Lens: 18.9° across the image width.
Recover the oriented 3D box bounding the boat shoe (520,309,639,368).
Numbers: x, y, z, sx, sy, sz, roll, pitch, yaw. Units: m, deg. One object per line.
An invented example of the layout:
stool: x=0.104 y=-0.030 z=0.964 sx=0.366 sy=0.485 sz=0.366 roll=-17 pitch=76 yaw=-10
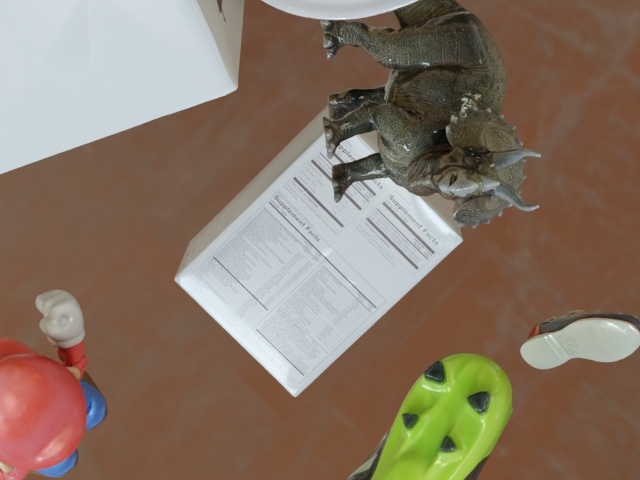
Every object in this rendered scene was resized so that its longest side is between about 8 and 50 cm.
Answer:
boat shoe: x=0.239 y=0.083 z=1.730 sx=0.137 sy=0.049 sz=0.043 roll=-18 pitch=21 yaw=50

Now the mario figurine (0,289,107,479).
mario figurine: x=-0.321 y=0.162 z=2.035 sx=0.170 sy=0.320 sz=0.198 roll=-4 pitch=78 yaw=0

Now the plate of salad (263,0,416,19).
plate of salad: x=0.031 y=-0.207 z=1.058 sx=0.200 sy=0.048 sz=0.200 roll=-9 pitch=66 yaw=22

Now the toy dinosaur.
toy dinosaur: x=0.083 y=-0.111 z=1.498 sx=0.160 sy=0.121 sz=0.313 roll=-4 pitch=47 yaw=5

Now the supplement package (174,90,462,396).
supplement package: x=0.000 y=0.000 z=2.208 sx=0.262 sy=0.198 sz=0.199 roll=-44 pitch=8 yaw=11

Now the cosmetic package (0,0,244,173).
cosmetic package: x=-0.114 y=-0.240 z=0.670 sx=0.097 sy=0.284 sz=0.377 roll=-17 pitch=31 yaw=10

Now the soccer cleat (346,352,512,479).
soccer cleat: x=0.029 y=0.130 z=0.879 sx=0.060 sy=0.072 sz=0.179 roll=39 pitch=87 yaw=25
